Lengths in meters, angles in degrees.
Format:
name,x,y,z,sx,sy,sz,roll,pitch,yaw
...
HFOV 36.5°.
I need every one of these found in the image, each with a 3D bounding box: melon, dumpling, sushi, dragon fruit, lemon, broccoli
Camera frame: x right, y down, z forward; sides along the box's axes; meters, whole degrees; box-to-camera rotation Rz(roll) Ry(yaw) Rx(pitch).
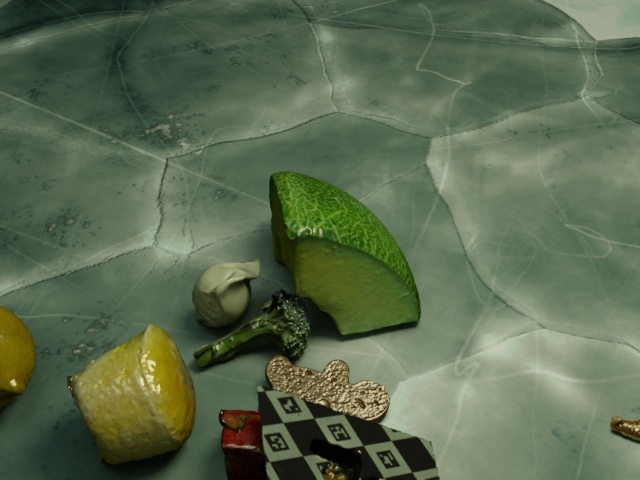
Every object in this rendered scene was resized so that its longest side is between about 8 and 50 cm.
name,x,y,z,sx,sy,sz,roll,pitch,yaw
melon,0.000,0.000,1.708,0.331,0.226,0.343,24,26,-33
dumpling,-0.150,0.080,1.658,0.134,0.169,0.100,-37,63,-26
sushi,0.038,0.357,1.320,0.292,0.059,0.294,20,32,-20
dragon fruit,-0.085,0.295,1.427,0.127,0.120,0.161,-1,36,-5
lemon,-0.559,0.182,1.547,0.244,0.187,0.187,29,50,22
broccoli,-0.113,0.160,1.616,0.204,0.118,0.122,-22,72,2

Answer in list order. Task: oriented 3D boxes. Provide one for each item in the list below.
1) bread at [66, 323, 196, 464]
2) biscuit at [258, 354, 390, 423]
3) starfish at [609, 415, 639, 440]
name,x,y,z,sx,sy,sz,roll,pitch,yaw
bread,-0.276,0.235,1.468,0.170,0.197,0.197,-18,42,-6
biscuit,0.007,0.250,1.530,0.205,0.031,0.138,4,53,6
starfish,0.563,0.268,1.467,0.240,0.043,0.227,8,42,10
